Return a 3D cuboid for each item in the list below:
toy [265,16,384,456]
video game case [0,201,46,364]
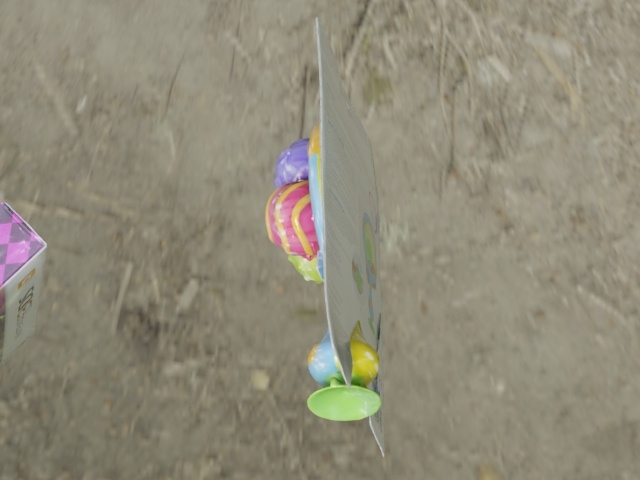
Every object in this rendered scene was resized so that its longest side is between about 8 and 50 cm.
[{"bbox_3d":[0.000,0.000,1.119,0.056,0.237,0.137,-12,145,9],"label":"toy"},{"bbox_3d":[-0.251,0.094,1.037,0.042,0.210,0.232,44,71,4],"label":"video game case"}]
